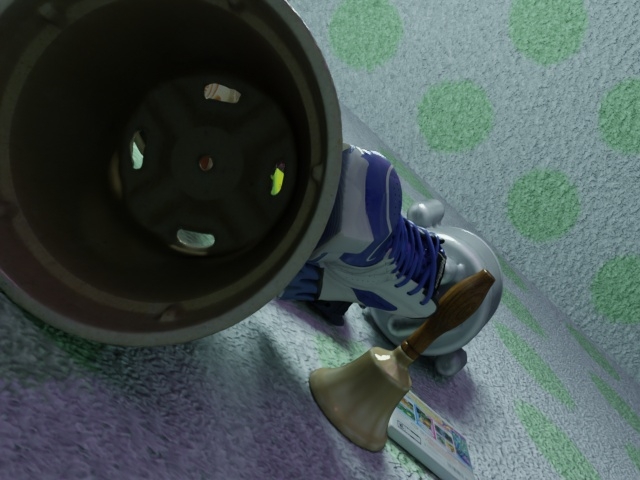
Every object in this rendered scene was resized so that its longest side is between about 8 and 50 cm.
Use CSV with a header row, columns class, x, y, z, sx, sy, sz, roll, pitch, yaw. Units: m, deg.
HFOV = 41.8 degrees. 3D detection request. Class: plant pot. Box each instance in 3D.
class,x,y,z,sx,sy,sz,roll,pitch,yaw
plant pot,-0.137,-0.084,0.830,0.334,0.334,0.305,44,4,1

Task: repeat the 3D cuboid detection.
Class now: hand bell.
class,x,y,z,sx,sy,sz,roll,pitch,yaw
hand bell,0.114,0.124,0.989,0.126,0.242,0.126,41,16,-14

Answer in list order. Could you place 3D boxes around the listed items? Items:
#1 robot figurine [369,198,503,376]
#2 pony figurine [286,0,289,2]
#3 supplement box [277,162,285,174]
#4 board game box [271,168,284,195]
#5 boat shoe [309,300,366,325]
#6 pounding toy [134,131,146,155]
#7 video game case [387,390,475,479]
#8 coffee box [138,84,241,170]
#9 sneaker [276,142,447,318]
class,x,y,z,sx,sy,sz,roll,pitch,yaw
robot figurine,0.199,0.079,1.411,0.353,0.199,0.300,-12,96,-72
pony figurine,-0.159,-0.344,1.406,0.363,0.303,0.351,26,43,-7
supplement box,-0.118,-0.113,1.285,0.081,0.104,0.188,46,15,10
board game box,-0.076,-0.029,1.192,0.043,0.092,0.181,39,16,-17
boat shoe,0.000,0.000,1.298,0.158,0.127,0.341,46,22,-19
pounding toy,-0.269,-0.172,1.005,0.141,0.130,0.100,46,46,7
video game case,0.144,0.262,1.129,0.157,0.019,0.143,40,15,-10
coffee box,-0.179,-0.186,1.084,0.247,0.141,0.098,58,-26,-13
sneaker,0.065,0.001,0.912,0.182,0.128,0.315,11,-18,-9
